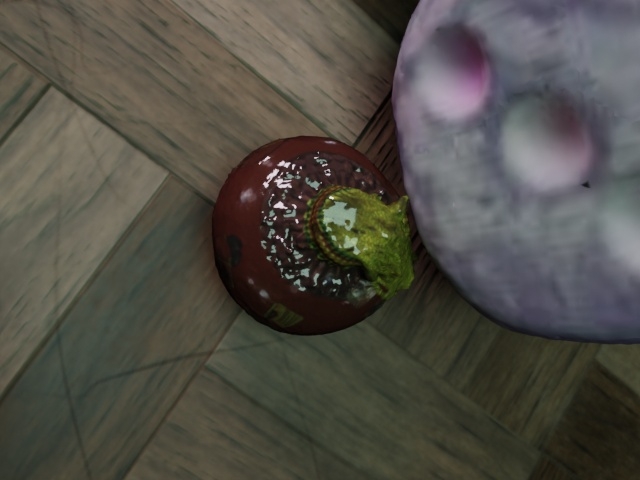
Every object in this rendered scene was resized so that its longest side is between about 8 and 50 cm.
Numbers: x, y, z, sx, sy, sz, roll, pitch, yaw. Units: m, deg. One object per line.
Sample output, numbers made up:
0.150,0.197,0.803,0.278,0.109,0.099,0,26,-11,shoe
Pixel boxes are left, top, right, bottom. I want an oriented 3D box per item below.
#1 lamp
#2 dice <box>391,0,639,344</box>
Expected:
-0.002,-0.005,0.508,0.157,0.135,0.156,-31,99,-16,lamp
0.237,-0.087,0.495,0.270,0.271,0.270,-18,98,-37,dice
